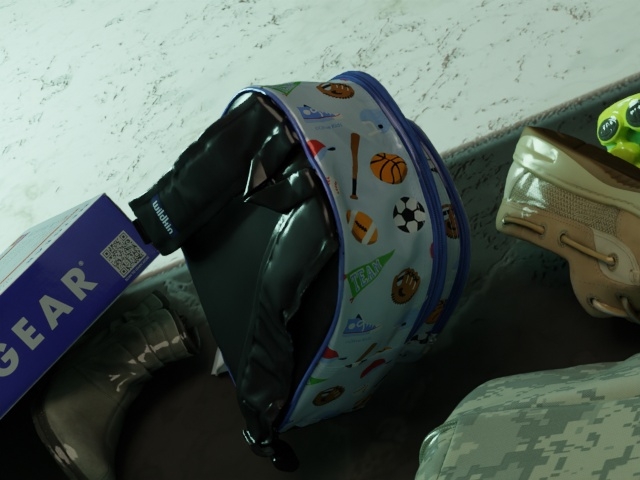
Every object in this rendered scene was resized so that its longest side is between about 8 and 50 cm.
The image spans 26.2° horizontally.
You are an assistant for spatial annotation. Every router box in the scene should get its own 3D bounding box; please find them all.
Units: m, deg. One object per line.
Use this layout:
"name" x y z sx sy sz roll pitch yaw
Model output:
"router box" -0.340 0.112 1.351 0.335 0.082 0.301 -48 14 -22

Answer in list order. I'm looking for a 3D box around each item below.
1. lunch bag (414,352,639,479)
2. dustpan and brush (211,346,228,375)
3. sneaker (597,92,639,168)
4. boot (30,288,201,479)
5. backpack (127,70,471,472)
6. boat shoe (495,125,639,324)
"lunch bag" 0.221 0.160 0.813 0.305 0.212 0.256 -12 22 24
"dustpan and brush" -0.016 0.035 1.298 0.211 0.060 0.147 -18 36 21
"sneaker" 0.374 -0.100 1.142 0.295 0.109 0.123 -11 11 36
"boot" -0.185 0.131 1.291 0.161 0.083 0.246 -32 29 -1
"backpack" 0.000 0.000 1.111 0.213 0.263 0.276 -20 66 -26
"boat shoe" 0.257 0.015 1.077 0.341 0.122 0.110 43 114 57
